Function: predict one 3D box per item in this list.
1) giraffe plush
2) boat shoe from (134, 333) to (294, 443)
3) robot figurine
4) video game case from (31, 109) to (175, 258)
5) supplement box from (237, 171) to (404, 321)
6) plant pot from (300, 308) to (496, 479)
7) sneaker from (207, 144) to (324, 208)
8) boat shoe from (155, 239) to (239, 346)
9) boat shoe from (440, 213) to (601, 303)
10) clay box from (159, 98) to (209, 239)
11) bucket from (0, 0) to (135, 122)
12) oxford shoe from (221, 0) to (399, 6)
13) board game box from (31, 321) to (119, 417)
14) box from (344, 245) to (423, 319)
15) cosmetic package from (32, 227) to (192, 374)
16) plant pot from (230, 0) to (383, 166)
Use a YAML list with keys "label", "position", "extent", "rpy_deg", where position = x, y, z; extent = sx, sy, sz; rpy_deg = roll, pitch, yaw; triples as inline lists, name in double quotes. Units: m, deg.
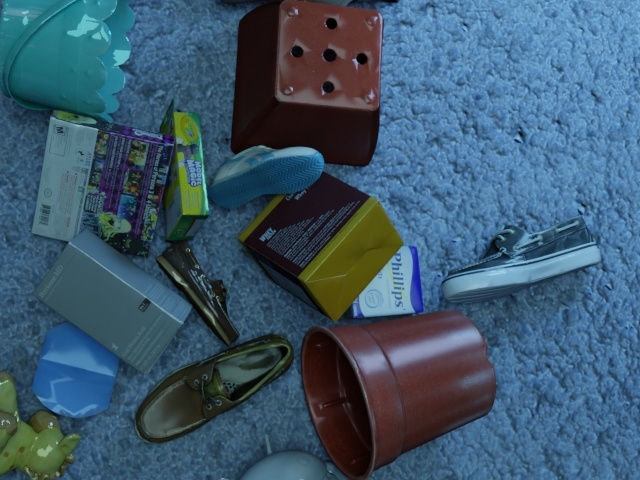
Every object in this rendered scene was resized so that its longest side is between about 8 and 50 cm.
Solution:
- label: "giraffe plush"
  position: [-0.494, 0.333, 1.802]
  extent: [0.170, 0.181, 0.210]
  rpy_deg: [13, 68, -31]
- label: "boat shoe"
  position: [-0.188, 0.249, 1.889]
  extent: [0.307, 0.104, 0.111]
  rpy_deg: [-32, 89, -13]
- label: "robot figurine"
  position: [-0.020, 0.502, 1.838]
  extent: [0.353, 0.199, 0.300]
  rpy_deg: [52, 37, -1]
- label: "video game case"
  position: [-0.374, -0.094, 1.866]
  extent: [0.210, 0.042, 0.232]
  rpy_deg: [12, 119, -9]
- label: "supplement box"
  position: [0.000, 0.000, 1.898]
  extent: [0.191, 0.194, 0.129]
  rpy_deg: [-48, 137, -13]
- label: "plant pot"
  position: [0.141, 0.245, 1.885]
  extent: [0.265, 0.272, 0.272]
  rpy_deg: [-14, 85, -23]
- label: "sneaker"
  position: [-0.094, -0.130, 1.913]
  extent: [0.087, 0.228, 0.092]
  rpy_deg: [54, 37, -36]
- label: "boat shoe"
  position: [-0.203, 0.090, 1.924]
  extent: [0.073, 0.073, 0.207]
  rpy_deg: [-37, 90, -16]
- label: "boat shoe"
  position: [0.362, 0.031, 2.034]
  extent: [0.335, 0.121, 0.119]
  rpy_deg: [-13, 77, -23]
- label: "clay box"
  position: [-0.242, -0.125, 1.901]
  extent: [0.053, 0.127, 0.222]
  rpy_deg: [1, 70, -21]
- label: "bucket"
  position: [-0.427, -0.344, 1.846]
  extent: [0.183, 0.281, 0.281]
  rpy_deg: [9, 81, -3]
- label: "oxford shoe"
  position: [-0.018, -0.470, 2.013]
  extent: [0.363, 0.130, 0.133]
  rpy_deg: [-13, 92, -11]
- label: "board game box"
  position: [-0.422, 0.224, 1.883]
  extent: [0.133, 0.033, 0.169]
  rpy_deg: [14, 69, -12]
- label: "box"
  position: [0.110, 0.077, 1.989]
  extent: [0.137, 0.072, 0.126]
  rpy_deg: [-4, 84, -12]
- label: "cosmetic package"
  position: [-0.353, 0.102, 1.862]
  extent: [0.238, 0.107, 0.127]
  rpy_deg: [34, 105, -7]
- label: "plant pot"
  position: [-0.008, -0.295, 1.933]
  extent: [0.267, 0.236, 0.267]
  rpy_deg: [4, 81, -10]
